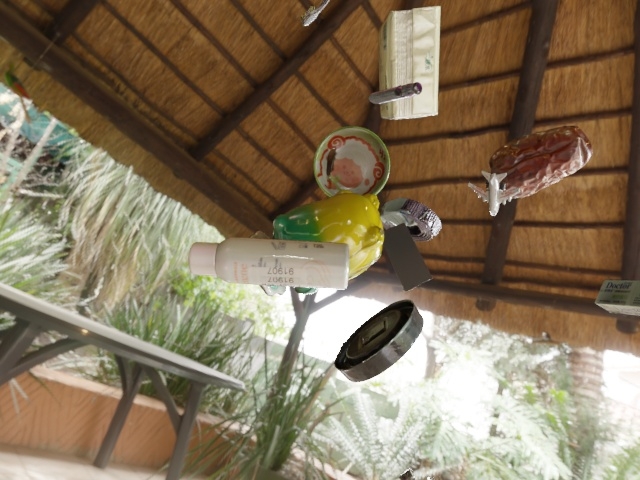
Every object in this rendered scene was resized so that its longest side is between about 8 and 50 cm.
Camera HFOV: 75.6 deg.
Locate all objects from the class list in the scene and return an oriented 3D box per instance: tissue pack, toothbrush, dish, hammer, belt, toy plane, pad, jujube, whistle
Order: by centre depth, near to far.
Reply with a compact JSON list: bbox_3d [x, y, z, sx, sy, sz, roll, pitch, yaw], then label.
[{"bbox_3d":[0.216,0.500,0.815,0.103,0.029,0.246,52,0,32],"label":"hammer"},{"bbox_3d":[0.183,-0.364,1.023,0.033,0.033,0.176,34,-10,-30],"label":"whistle"},{"bbox_3d":[0.078,-0.843,1.330,0.413,0.042,0.035,-27,-15,39],"label":"toothbrush"},{"bbox_3d":[0.577,-0.155,1.370,0.162,0.066,0.171,14,-35,36],"label":"toy plane"},{"bbox_3d":[0.783,-0.282,1.495,0.216,0.217,0.342,35,-40,-32],"label":"jujube"},{"bbox_3d":[0.340,-0.672,1.617,0.207,0.381,0.297,-4,18,0],"label":"tissue pack"},{"bbox_3d":[0.348,0.065,1.702,0.265,0.159,0.009,66,-29,9],"label":"pad"},{"bbox_3d":[0.137,-0.323,1.798,0.323,0.325,0.124,21,8,5],"label":"dish"},{"bbox_3d":[0.432,-0.102,2.044,0.260,0.122,0.324,38,-16,-27],"label":"belt"}]

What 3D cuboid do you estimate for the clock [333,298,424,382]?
[{"bbox_3d":[0.220,0.374,1.557,0.076,0.386,0.386,51,-24,-4],"label":"clock"}]

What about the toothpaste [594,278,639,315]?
[{"bbox_3d":[0.872,0.149,1.057,0.067,0.081,0.336,30,-9,-4],"label":"toothpaste"}]

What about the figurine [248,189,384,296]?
[{"bbox_3d":[0.000,0.000,1.050,0.339,0.324,0.231,-24,-55,16],"label":"figurine"}]

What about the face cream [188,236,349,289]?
[{"bbox_3d":[-0.087,0.037,0.700,0.268,0.082,0.082,2,-21,1],"label":"face cream"}]
